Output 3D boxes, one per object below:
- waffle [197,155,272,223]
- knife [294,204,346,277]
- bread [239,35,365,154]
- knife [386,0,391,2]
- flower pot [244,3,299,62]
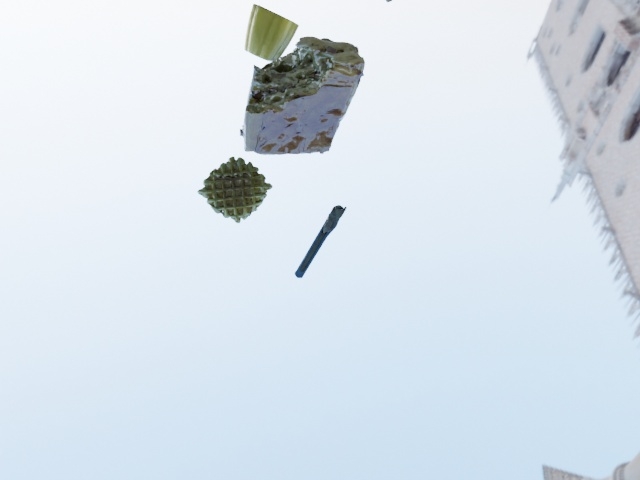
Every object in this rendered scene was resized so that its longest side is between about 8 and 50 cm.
[{"bbox_3d":[-0.293,-0.177,2.011,0.208,0.214,0.054,40,177,1],"label":"waffle"},{"bbox_3d":[0.001,0.000,1.925,0.044,0.026,0.297,33,-106,-11],"label":"knife"},{"bbox_3d":[-0.070,-0.425,1.677,0.314,0.370,0.192,-1,-129,-19],"label":"bread"},{"bbox_3d":[0.291,-1.091,2.248,0.081,0.336,0.043,18,175,-35],"label":"knife"},{"bbox_3d":[-0.206,-0.805,2.289,0.195,0.179,0.195,23,-164,-7],"label":"flower pot"}]
